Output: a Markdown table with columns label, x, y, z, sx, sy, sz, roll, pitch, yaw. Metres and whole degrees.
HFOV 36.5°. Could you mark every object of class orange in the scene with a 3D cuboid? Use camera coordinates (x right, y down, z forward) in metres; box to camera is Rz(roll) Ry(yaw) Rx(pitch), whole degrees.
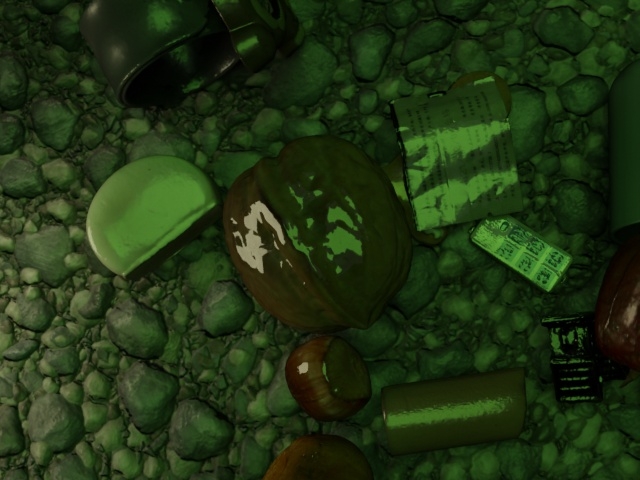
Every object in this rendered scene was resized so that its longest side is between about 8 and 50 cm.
| label | x | y | z | sx | sy | sz | roll | pitch | yaw |
| --- | --- | --- | --- | --- | --- | --- | --- | --- | --- |
| orange | -0.005 | 0.445 | 1.600 | 0.183 | 0.249 | 0.249 | 36 | 84 | -7 |

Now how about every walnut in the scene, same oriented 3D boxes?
| label | x | y | z | sx | sy | sz | roll | pitch | yaw |
| --- | --- | --- | --- | --- | --- | --- | --- | --- | --- |
| walnut | 0.001 | 0.001 | 1.644 | 0.306 | 0.306 | 0.343 | -24 | 70 | -1 |

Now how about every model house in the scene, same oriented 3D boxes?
| label | x | y | z | sx | sy | sz | roll | pitch | yaw |
| --- | --- | --- | --- | --- | --- | --- | --- | --- | --- |
| model house | 0.463 | 0.202 | 1.667 | 0.165 | 0.106 | 0.152 | -4 | 78 | 7 |

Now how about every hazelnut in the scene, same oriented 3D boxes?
| label | x | y | z | sx | sy | sz | roll | pitch | yaw |
| --- | --- | --- | --- | --- | --- | --- | --- | --- | --- |
| hazelnut | 0.008 | 0.241 | 1.677 | 0.150 | 0.150 | 0.150 | -1 | 80 | 3 |

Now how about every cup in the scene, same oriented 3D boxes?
| label | x | y | z | sx | sy | sz | roll | pitch | yaw |
| --- | --- | --- | --- | --- | --- | --- | --- | --- | --- |
| cup | 0.601 | -0.152 | 1.666 | 0.206 | 0.205 | 0.312 | 3 | 75 | 4 |

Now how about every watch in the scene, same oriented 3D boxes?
| label | x | y | z | sx | sy | sz | roll | pitch | yaw |
| --- | --- | --- | --- | --- | --- | --- | --- | --- | --- |
| watch | -0.239 | -0.376 | 1.740 | 0.327 | 0.335 | 0.314 | -28 | 85 | 18 |

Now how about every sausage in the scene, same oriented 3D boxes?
| label | x | y | z | sx | sy | sz | roll | pitch | yaw |
| --- | --- | --- | --- | --- | --- | --- | --- | --- | --- |
| sausage | 0.234 | 0.292 | 1.657 | 0.253 | 0.123 | 0.123 | -9 | 79 | 3 |

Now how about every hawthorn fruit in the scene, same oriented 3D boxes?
| label | x | y | z | sx | sy | sz | roll | pitch | yaw |
| --- | --- | --- | --- | --- | --- | --- | --- | --- | --- |
| hawthorn fruit | 0.564 | 0.102 | 1.533 | 0.258 | 0.258 | 0.261 | 30 | 75 | 8 |

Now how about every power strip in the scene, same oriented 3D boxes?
| label | x | y | z | sx | sy | sz | roll | pitch | yaw |
| --- | --- | --- | --- | --- | --- | --- | --- | --- | --- |
| power strip | 0.360 | 0.016 | 1.743 | 0.192 | 0.035 | 0.081 | 35 | 84 | 8 |

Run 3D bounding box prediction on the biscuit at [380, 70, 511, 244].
| label | x | y | z | sx | sy | sz | roll | pitch | yaw |
| --- | --- | --- | --- | --- | --- | --- | --- | --- | --- |
| biscuit | 0.229 | -0.174 | 1.780 | 0.216 | 0.047 | 0.339 | 39 | 85 | 8 |

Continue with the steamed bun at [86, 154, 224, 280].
| label | x | y | z | sx | sy | sz | roll | pitch | yaw |
| --- | --- | --- | --- | --- | --- | --- | --- | --- | --- |
| steamed bun | -0.304 | -0.054 | 1.740 | 0.242 | 0.146 | 0.164 | -39 | 83 | -2 |

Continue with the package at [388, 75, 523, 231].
| label | x | y | z | sx | sy | sz | roll | pitch | yaw |
| --- | --- | --- | --- | --- | --- | --- | --- | --- | --- |
| package | 0.240 | -0.156 | 1.723 | 0.204 | 0.062 | 0.250 | -12 | 81 | 2 |
